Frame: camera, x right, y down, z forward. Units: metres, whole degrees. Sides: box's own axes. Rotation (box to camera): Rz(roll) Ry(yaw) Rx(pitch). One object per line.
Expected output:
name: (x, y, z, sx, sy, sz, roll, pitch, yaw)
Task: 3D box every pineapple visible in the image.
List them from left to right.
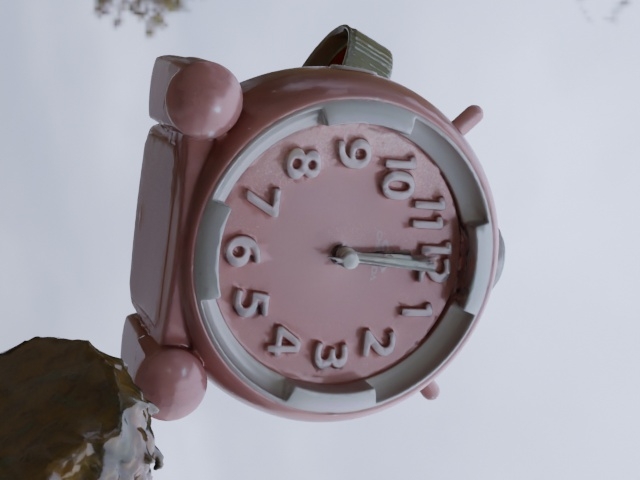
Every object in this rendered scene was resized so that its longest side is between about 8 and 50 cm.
pineapple: (-0.125, 0.162, 0.590, 0.125, 0.125, 0.251, -123, -153, -48)

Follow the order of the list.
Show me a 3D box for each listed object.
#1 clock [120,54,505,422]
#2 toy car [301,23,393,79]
clock: (0.000, 0.000, 0.791, 0.142, 0.241, 0.227, -146, -119, -71)
toy car: (-0.017, -0.076, 1.031, 0.235, 0.145, 0.235, -53, -161, 28)
